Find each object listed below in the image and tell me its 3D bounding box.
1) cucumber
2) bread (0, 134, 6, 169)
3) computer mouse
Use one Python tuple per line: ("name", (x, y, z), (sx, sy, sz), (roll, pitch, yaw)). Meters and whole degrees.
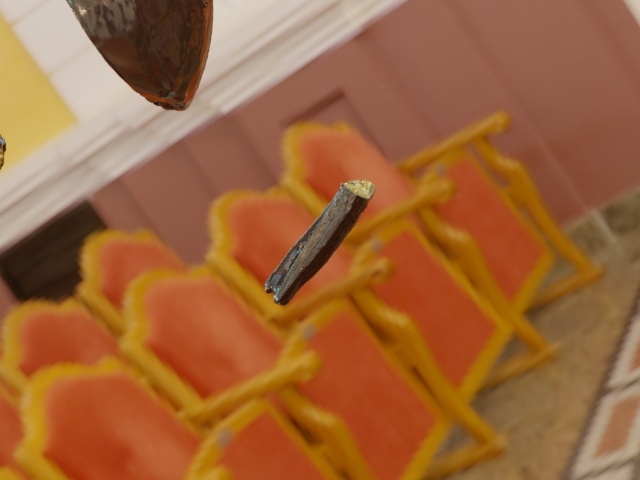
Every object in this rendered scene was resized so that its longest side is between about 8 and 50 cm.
("cucumber", (0.001, 0.001, 1.582), (0.135, 0.034, 0.033), (-53, 50, 5))
("bread", (-0.335, -0.077, 1.494), (0.128, 0.140, 0.069), (-39, -17, 27))
("computer mouse", (-0.110, -0.170, 0.922), (0.073, 0.217, 0.122), (-34, -8, 7))
